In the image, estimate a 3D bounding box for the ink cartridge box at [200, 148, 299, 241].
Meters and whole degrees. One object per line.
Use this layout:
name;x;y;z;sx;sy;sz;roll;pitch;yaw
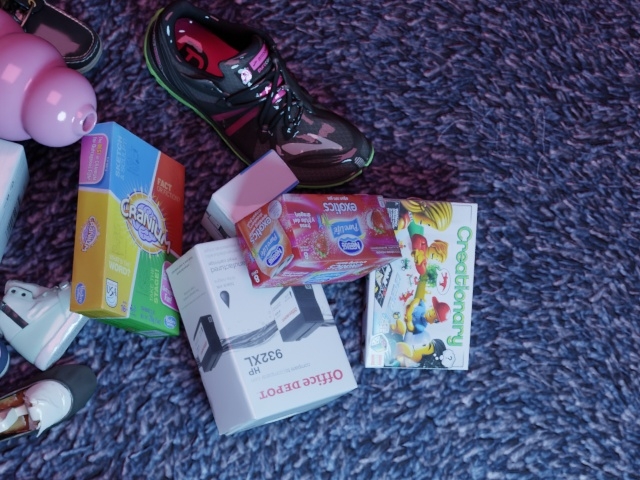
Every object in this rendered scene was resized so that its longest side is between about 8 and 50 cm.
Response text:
ink cartridge box;-0.128;-0.066;1.905;0.139;0.191;0.082;-39;86;-18

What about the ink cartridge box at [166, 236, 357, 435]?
ink cartridge box;-0.100;0.150;1.847;0.223;0.129;0.307;-11;75;-37

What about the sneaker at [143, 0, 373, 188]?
sneaker;-0.119;-0.261;1.957;0.483;0.202;0.185;33;72;0

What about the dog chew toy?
dog chew toy;-0.507;-0.257;1.758;0.332;0.206;0.206;27;70;17

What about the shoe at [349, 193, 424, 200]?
shoe;0.127;-0.058;2.008;0.178;0.081;0.063;12;72;-7

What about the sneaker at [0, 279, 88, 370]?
sneaker;-0.453;0.080;1.855;0.151;0.094;0.256;35;70;4

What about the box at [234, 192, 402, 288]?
box;0.000;0.000;1.811;0.257;0.128;0.123;-2;70;-47

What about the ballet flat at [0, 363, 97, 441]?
ballet flat;-0.498;0.291;1.781;0.280;0.096;0.095;-23;103;-15

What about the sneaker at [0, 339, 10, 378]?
sneaker;-0.667;0.138;1.777;0.319;0.131;0.112;20;72;-4

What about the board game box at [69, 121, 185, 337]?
board game box;-0.321;-0.011;1.831;0.064;0.242;0.316;-6;73;22

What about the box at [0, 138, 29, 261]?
box;-0.581;-0.069;1.826;0.119;0.182;0.181;16;72;-6

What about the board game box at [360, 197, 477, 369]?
board game box;0.177;0.079;1.947;0.193;0.053;0.305;2;93;-10

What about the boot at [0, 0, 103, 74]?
boot;-0.567;-0.434;1.878;0.377;0.284;0.138;24;70;-2
